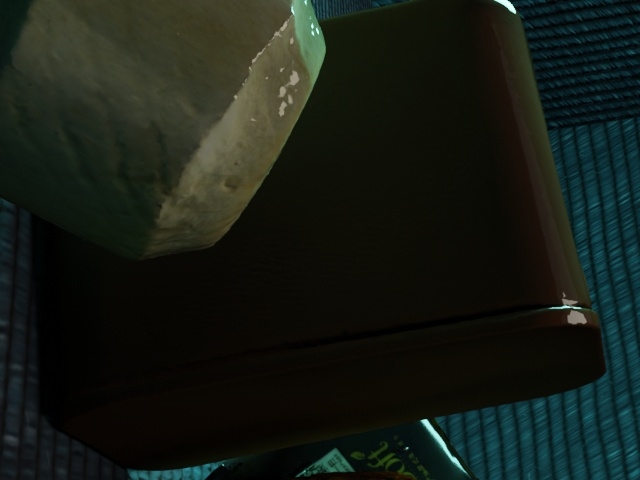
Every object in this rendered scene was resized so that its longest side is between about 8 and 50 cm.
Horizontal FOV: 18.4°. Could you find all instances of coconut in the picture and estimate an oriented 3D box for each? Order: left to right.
[{"bbox_3d":[-0.118,-0.105,1.066,0.202,0.222,0.202,-60,-174,11],"label":"coconut"}]

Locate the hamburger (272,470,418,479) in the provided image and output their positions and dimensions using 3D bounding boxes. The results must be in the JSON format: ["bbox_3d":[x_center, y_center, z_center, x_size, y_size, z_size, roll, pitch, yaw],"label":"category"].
[{"bbox_3d":[-0.013,0.245,1.361,0.244,0.244,0.163,49,36,-76],"label":"hamburger"}]

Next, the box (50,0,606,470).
[{"bbox_3d":[0.000,0.000,1.307,0.239,0.339,0.229,58,23,-71],"label":"box"}]

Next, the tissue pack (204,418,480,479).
[{"bbox_3d":[0.080,0.292,1.580,0.370,0.210,0.198,53,1,25],"label":"tissue pack"}]
